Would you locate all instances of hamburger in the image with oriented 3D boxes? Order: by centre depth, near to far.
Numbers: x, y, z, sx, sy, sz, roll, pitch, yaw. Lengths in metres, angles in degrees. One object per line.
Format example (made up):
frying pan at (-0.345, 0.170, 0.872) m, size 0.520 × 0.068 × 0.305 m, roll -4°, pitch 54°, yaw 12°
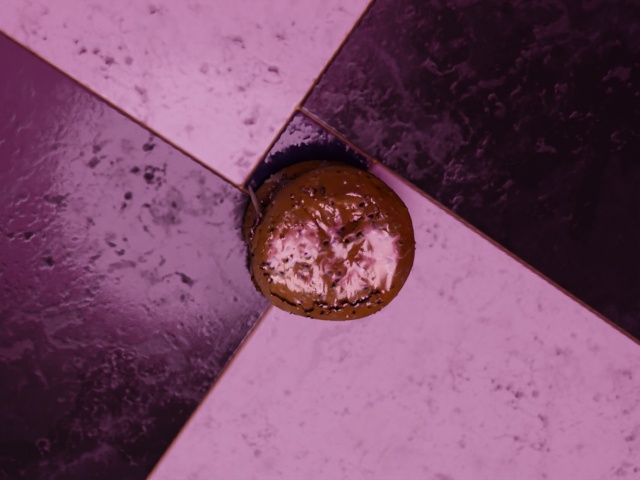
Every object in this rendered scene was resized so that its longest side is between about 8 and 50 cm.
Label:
hamburger at (0.000, 0.000, 1.280) m, size 0.185 × 0.113 × 0.177 m, roll 36°, pitch 98°, yaw -18°
